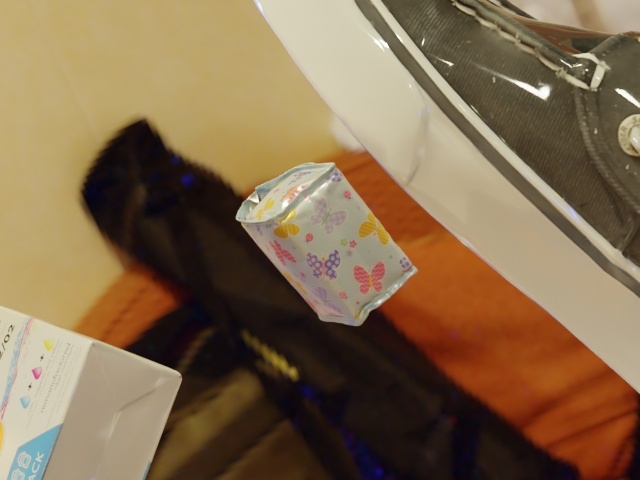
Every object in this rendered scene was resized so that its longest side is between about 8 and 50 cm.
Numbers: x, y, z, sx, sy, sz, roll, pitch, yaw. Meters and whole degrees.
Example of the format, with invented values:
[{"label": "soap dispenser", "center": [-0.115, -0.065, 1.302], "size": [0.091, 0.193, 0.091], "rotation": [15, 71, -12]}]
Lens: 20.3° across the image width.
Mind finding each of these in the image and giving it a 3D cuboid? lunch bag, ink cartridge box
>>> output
[{"label": "lunch bag", "center": [0.000, 0.000, 0.871], "size": [0.053, 0.071, 0.083], "rotation": [-42, 12, -16]}, {"label": "ink cartridge box", "center": [-0.158, 0.099, 0.999], "size": [0.181, 0.062, 0.104], "rotation": [11, 79, 59]}]

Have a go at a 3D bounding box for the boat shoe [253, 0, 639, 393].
[{"label": "boat shoe", "center": [0.106, -0.019, 0.527], "size": [0.102, 0.301, 0.108], "rotation": [-49, -10, 17]}]
